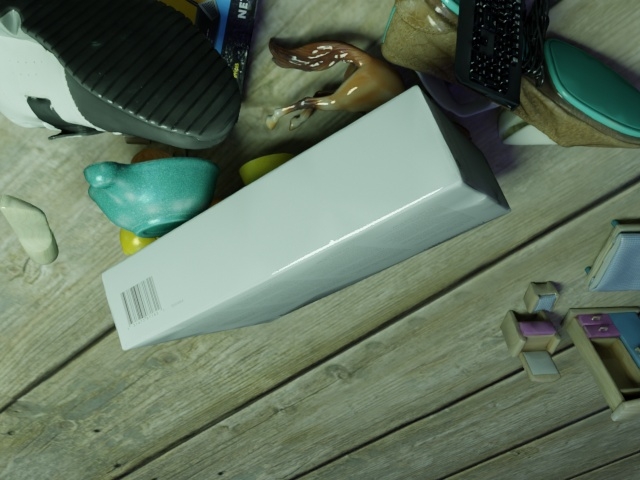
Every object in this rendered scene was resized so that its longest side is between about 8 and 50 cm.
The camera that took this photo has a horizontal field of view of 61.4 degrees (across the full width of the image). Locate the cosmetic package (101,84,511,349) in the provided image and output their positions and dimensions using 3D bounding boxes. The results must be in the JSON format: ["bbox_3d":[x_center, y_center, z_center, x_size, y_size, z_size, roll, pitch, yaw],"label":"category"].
[{"bbox_3d":[0.000,0.000,0.605,0.378,0.097,0.284,-27,164,23],"label":"cosmetic package"}]

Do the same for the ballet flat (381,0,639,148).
[{"bbox_3d":[0.212,-0.171,0.598,0.343,0.116,0.124,18,148,-23],"label":"ballet flat"}]

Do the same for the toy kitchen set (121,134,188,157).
[{"bbox_3d":[-0.195,-0.105,0.609,0.084,0.068,0.075,1,133,-10],"label":"toy kitchen set"}]

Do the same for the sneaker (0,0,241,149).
[{"bbox_3d":[-0.221,-0.152,0.490,0.331,0.122,0.146,28,145,7],"label":"sneaker"}]

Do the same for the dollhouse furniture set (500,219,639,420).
[{"bbox_3d":[0.490,0.112,0.836,0.287,0.198,0.303,-1,132,-9],"label":"dollhouse furniture set"}]

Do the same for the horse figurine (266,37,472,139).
[{"bbox_3d":[0.054,-0.138,0.622,0.175,0.066,0.263,-25,135,24],"label":"horse figurine"}]

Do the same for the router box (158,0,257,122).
[{"bbox_3d":[-0.135,-0.212,0.533,0.133,0.046,0.178,6,131,-13],"label":"router box"}]

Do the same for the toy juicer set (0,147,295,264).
[{"bbox_3d":[-0.197,-0.043,0.593,0.329,0.089,0.209,-8,170,-44],"label":"toy juicer set"}]

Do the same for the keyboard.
[{"bbox_3d":[0.175,-0.215,0.492,0.100,0.191,0.038,16,163,-24],"label":"keyboard"}]
